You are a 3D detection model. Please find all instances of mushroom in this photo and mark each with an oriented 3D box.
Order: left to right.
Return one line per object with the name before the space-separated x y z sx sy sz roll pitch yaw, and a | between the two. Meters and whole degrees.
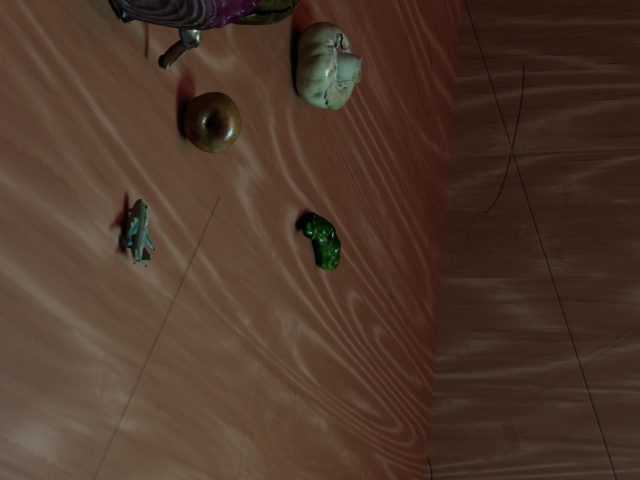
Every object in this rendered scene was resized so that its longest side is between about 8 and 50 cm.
mushroom | 0.017 -0.307 2.268 0.154 0.122 0.154 4 90 -68

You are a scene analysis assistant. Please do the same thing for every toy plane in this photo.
toy plane | -0.223 -0.010 1.579 0.080 0.033 0.083 32 53 -71

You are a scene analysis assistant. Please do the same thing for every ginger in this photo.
ginger | -0.096 -0.373 1.881 0.309 0.107 0.133 -10 112 -70

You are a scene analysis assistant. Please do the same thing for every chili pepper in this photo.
chili pepper | 0.001 -0.007 2.351 0.182 0.050 0.073 54 46 -62

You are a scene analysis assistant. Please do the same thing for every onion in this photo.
onion | -0.144 -0.368 1.502 0.272 0.230 0.256 28 63 -64

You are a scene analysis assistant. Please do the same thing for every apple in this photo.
apple | -0.146 -0.161 1.764 0.071 0.084 0.084 -26 116 -82
